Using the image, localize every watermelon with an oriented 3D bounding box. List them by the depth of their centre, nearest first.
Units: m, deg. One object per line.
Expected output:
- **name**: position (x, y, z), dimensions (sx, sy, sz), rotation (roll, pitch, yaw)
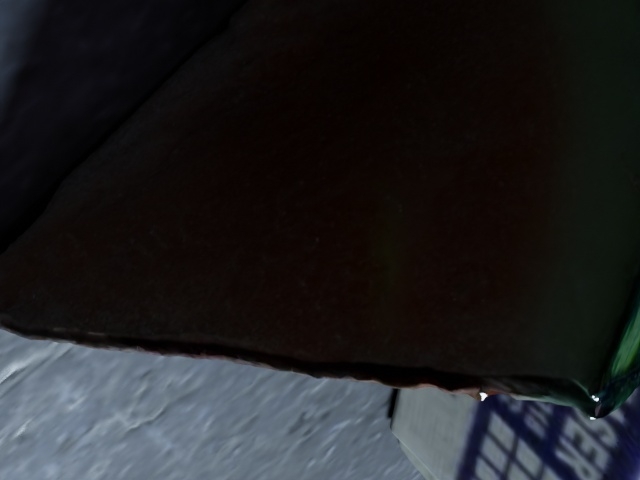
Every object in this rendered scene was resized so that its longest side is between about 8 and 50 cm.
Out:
- **watermelon**: position (0.022, 0.004, 0.451), dimensions (0.202, 0.207, 0.136), rotation (-35, 125, 15)

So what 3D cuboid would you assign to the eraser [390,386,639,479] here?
- **eraser**: position (0.108, 0.015, 0.585), dimensions (0.081, 0.124, 0.279), rotation (-26, 145, -30)
